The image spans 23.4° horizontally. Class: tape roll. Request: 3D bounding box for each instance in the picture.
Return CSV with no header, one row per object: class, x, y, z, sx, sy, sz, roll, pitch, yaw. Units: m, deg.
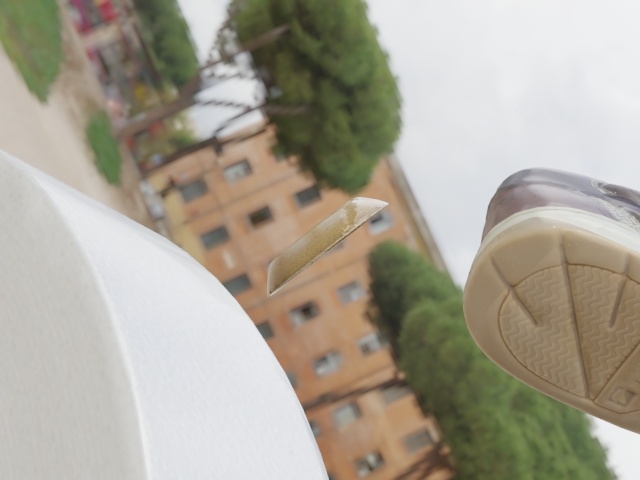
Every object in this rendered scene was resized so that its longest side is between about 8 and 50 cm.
tape roll,-0.158,0.156,0.412,0.072,0.392,0.392,30,22,-43

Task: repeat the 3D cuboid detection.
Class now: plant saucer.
plant saucer,0.000,0.000,0.846,0.015,0.083,0.083,52,-6,1

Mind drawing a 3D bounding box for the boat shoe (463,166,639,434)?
boat shoe,0.190,0.051,0.645,0.103,0.285,0.092,-57,-167,38
